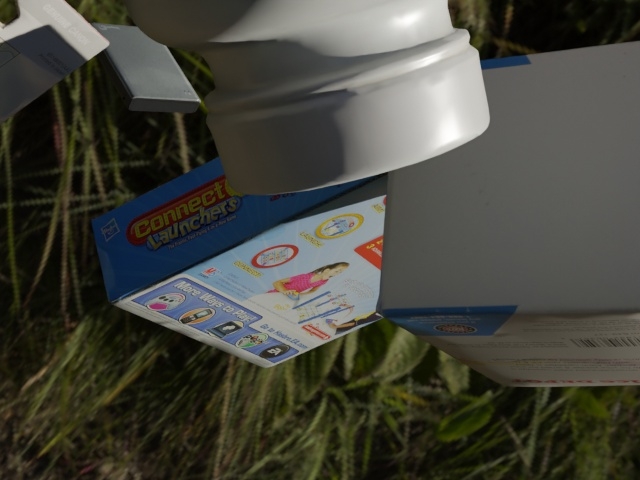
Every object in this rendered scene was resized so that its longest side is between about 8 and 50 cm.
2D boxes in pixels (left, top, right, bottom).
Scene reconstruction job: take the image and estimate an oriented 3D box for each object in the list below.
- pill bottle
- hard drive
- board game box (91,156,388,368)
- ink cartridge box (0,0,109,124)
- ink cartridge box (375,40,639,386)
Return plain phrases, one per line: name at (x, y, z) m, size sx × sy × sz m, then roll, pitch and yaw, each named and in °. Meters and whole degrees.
pill bottle at (-0.021, -0.189, 0.504) m, size 0.176 × 0.176 × 0.318 m, roll -31°, pitch 112°, yaw -50°
hard drive at (-0.211, -0.204, 1.330) m, size 0.094 × 0.022 × 0.135 m, roll -3°, pitch 49°, yaw -41°
board game box at (0.000, 0.000, 1.058) m, size 0.308 × 0.302 × 0.086 m, roll 37°, pitch 32°, yaw -61°
ink cartridge box at (-0.342, -0.154, 0.873) m, size 0.066 × 0.261 × 0.296 m, roll 54°, pitch 4°, yaw 22°
ink cartridge box at (0.167, -0.002, 0.761) m, size 0.233 × 0.171 × 0.168 m, roll 34°, pitch 57°, yaw -58°
